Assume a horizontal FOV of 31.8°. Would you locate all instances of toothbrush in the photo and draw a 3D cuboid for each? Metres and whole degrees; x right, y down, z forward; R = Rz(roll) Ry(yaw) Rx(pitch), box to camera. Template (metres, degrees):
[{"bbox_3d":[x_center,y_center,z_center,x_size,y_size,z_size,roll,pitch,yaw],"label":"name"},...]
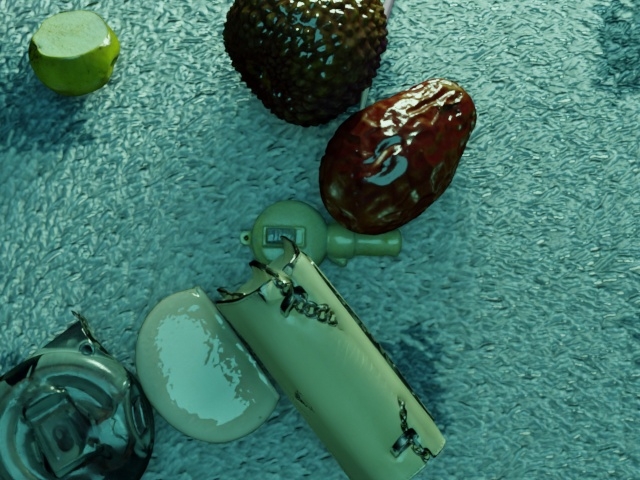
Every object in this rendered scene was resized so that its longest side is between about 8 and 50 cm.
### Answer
[{"bbox_3d":[0.082,-0.292,1.840,0.025,0.020,0.286,16,83,4],"label":"toothbrush"}]

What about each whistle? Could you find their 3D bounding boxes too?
[{"bbox_3d":[0.000,0.000,1.782,0.258,0.067,0.126,2,85,-7],"label":"whistle"}]

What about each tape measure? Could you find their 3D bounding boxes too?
[{"bbox_3d":[-0.384,0.282,1.684,0.256,0.147,0.275,-36,87,-6],"label":"tape measure"}]

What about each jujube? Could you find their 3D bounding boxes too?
[{"bbox_3d":[0.122,-0.135,1.743,0.197,0.197,0.290,45,68,1],"label":"jujube"}]

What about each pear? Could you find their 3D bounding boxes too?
[{"bbox_3d":[-0.383,-0.284,1.761,0.141,0.104,0.141,2,49,-2],"label":"pear"}]

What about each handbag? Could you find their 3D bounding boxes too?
[{"bbox_3d":[0.012,0.181,1.648,0.160,0.237,0.358,-39,100,-9],"label":"handbag"}]

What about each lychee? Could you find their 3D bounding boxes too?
[{"bbox_3d":[-0.008,-0.314,1.735,0.271,0.271,0.271,0,84,-4],"label":"lychee"}]

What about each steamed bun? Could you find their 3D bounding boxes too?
[{"bbox_3d":[-0.187,0.200,1.706,0.164,0.146,0.242,-37,89,-8],"label":"steamed bun"}]
